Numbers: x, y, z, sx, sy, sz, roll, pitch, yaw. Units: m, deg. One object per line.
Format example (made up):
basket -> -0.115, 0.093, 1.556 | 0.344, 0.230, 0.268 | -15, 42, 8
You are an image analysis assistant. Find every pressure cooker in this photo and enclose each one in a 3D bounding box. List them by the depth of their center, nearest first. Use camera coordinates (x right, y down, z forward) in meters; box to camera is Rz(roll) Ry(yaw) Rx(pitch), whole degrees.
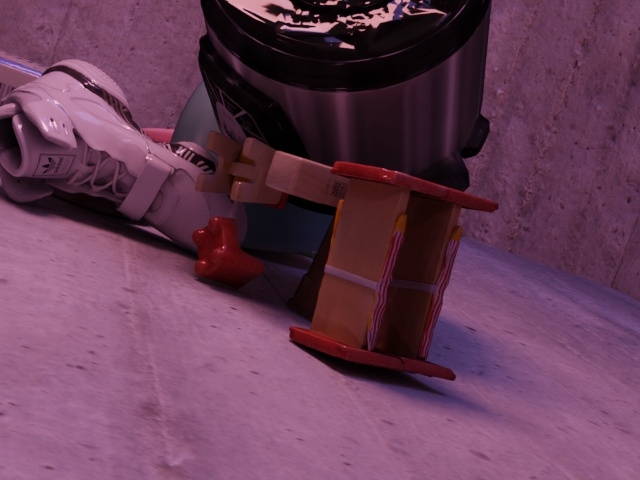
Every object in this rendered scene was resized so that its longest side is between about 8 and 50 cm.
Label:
pressure cooker -> 0.043, -0.235, 1.653 | 0.376, 0.369, 0.420 | 6, -29, 7

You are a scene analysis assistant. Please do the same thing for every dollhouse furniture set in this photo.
dollhouse furniture set -> 0.002, 0.009, 1.418 | 0.152, 0.201, 0.374 | 15, 1, -37

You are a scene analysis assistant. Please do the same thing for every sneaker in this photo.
sneaker -> -0.277, -0.083, 1.619 | 0.366, 0.137, 0.210 | 41, 33, 11

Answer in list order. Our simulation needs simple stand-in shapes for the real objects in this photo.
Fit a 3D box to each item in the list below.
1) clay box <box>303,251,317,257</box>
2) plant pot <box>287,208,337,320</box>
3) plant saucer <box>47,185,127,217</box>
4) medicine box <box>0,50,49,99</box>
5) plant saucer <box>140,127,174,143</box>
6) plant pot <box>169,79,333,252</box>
clay box -> 0.000, 0.000, 2.149 | 0.222, 0.053, 0.127 | 19, 8, -1
plant pot -> 0.063, 0.028, 1.532 | 0.167, 0.165, 0.167 | 19, 6, -2
plant saucer -> -0.329, -0.071, 1.799 | 0.199, 0.036, 0.198 | 20, 6, -2
medicine box -> -0.523, -0.229, 2.074 | 0.264, 0.149, 0.289 | 19, 7, -8
plant saucer -> -0.207, -0.146, 2.427 | 0.332, 0.084, 0.332 | 9, -2, 0
plant pot -> -0.099, -0.140, 1.964 | 0.293, 0.235, 0.293 | 12, 14, -3
